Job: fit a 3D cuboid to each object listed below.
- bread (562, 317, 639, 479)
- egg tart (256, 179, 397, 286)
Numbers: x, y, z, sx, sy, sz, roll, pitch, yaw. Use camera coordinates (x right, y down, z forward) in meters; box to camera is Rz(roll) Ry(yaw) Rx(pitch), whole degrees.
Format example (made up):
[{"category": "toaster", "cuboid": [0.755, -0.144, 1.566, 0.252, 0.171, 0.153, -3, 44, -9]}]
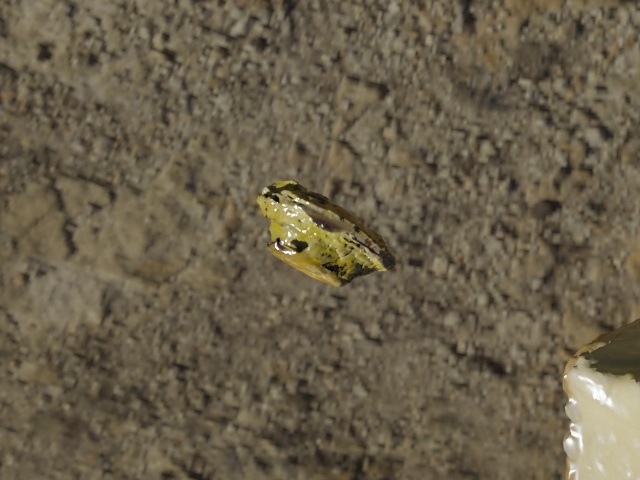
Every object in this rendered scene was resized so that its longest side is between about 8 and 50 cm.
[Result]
[{"category": "bread", "cuboid": [0.442, 0.243, 1.322, 0.279, 0.390, 0.371, 28, 127, 48]}, {"category": "egg tart", "cuboid": [0.000, 0.000, 2.064, 0.241, 0.106, 0.241, 29, 170, 6]}]
